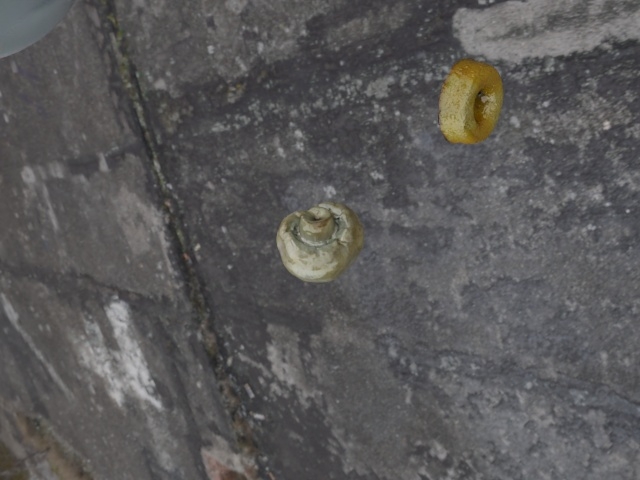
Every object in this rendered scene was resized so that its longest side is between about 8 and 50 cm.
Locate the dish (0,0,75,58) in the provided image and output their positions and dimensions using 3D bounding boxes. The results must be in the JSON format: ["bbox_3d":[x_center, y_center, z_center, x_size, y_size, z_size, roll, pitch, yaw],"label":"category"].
[{"bbox_3d":[-0.142,-0.203,0.225,0.085,0.260,0.260,-3,112,20],"label":"dish"}]

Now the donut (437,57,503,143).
[{"bbox_3d":[0.254,-0.228,1.033,0.058,0.152,0.152,22,128,36],"label":"donut"}]

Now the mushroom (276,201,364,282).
[{"bbox_3d":[0.000,0.000,0.983,0.148,0.148,0.112,33,143,37],"label":"mushroom"}]
